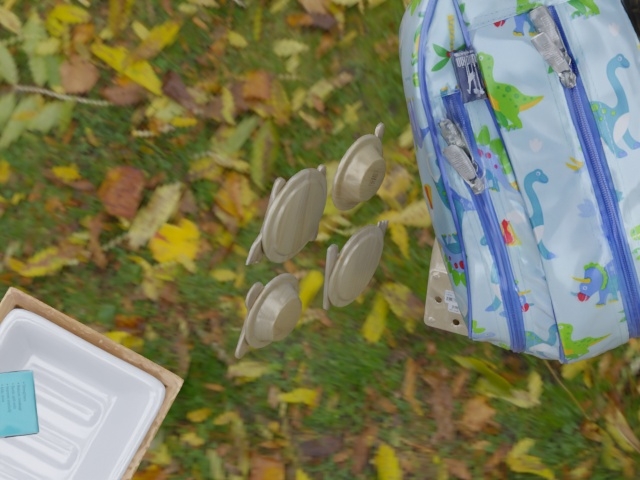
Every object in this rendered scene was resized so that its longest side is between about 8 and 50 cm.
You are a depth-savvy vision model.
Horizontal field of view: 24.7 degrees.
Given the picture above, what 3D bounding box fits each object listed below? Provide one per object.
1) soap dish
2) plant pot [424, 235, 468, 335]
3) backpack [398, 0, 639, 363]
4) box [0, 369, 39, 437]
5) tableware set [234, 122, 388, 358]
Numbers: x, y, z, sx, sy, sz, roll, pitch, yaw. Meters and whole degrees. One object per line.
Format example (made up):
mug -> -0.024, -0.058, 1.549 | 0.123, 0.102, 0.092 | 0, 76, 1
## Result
soap dish -> -0.327, 0.231, 1.683 | 0.229, 0.118, 0.290 | 29, 86, -10
plant pot -> 0.167, 0.050, 1.619 | 0.109, 0.096, 0.109 | 15, 122, 18
backpack -> 0.176, -0.088, 1.101 | 0.273, 0.290, 0.355 | -31, 95, 5
box -> -0.384, 0.161, 1.328 | 0.244, 0.100, 0.060 | -5, 84, -15
tableware set -> 0.000, 0.000, 0.968 | 0.020, 0.169, 0.141 | 27, 124, 26
